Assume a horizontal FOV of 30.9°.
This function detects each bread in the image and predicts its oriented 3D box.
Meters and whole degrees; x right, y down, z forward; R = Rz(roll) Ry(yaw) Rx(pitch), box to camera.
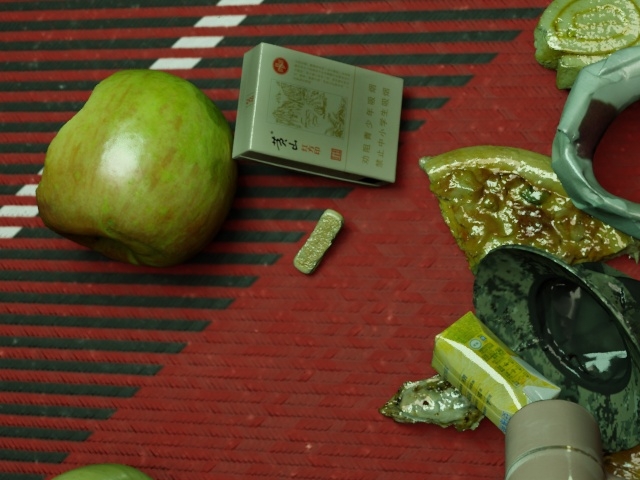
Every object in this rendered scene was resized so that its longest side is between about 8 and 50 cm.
[{"bbox_3d":[0.337,-0.251,1.417,0.156,0.064,0.118,-13,72,11],"label":"bread"}]

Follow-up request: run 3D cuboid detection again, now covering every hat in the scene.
[{"bbox_3d":[0.306,0.097,1.308,0.128,0.265,0.265,-29,72,-27],"label":"hat"}]

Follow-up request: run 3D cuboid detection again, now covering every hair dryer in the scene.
[{"bbox_3d":[0.357,0.291,1.192,0.344,0.189,0.107,15,123,-2],"label":"hair dryer"}]

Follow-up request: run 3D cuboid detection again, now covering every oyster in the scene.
[{"bbox_3d":[0.140,0.192,1.389,0.132,0.029,0.086,14,59,27],"label":"oyster"}]

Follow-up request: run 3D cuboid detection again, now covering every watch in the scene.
[{"bbox_3d":[0.395,-0.118,1.321,0.241,0.162,0.253,38,82,15],"label":"watch"}]

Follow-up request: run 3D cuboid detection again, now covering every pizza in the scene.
[{"bbox_3d":[0.235,-0.015,1.395,0.292,0.058,0.197,27,86,16],"label":"pizza"}]

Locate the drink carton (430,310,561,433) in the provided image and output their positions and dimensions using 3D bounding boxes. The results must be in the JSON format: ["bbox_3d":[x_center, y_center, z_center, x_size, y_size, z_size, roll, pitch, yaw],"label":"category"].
[{"bbox_3d":[0.217,0.174,1.320,0.074,0.084,0.200,-30,56,-27],"label":"drink carton"}]

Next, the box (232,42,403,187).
[{"bbox_3d":[0.000,-0.150,1.418,0.201,0.058,0.141,9,80,-26],"label":"box"}]

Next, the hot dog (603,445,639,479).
[{"bbox_3d":[0.326,0.287,1.317,0.286,0.061,0.088,-40,85,4],"label":"hot dog"}]

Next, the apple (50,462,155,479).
[{"bbox_3d":[-0.247,0.393,1.325,0.262,0.262,0.262,-2,79,12],"label":"apple"}]

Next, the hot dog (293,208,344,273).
[{"bbox_3d":[0.000,0.000,1.457,0.030,0.034,0.090,35,107,5],"label":"hot dog"}]

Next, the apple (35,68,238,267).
[{"bbox_3d":[-0.223,-0.091,1.418,0.246,0.246,0.226,15,76,15],"label":"apple"}]
